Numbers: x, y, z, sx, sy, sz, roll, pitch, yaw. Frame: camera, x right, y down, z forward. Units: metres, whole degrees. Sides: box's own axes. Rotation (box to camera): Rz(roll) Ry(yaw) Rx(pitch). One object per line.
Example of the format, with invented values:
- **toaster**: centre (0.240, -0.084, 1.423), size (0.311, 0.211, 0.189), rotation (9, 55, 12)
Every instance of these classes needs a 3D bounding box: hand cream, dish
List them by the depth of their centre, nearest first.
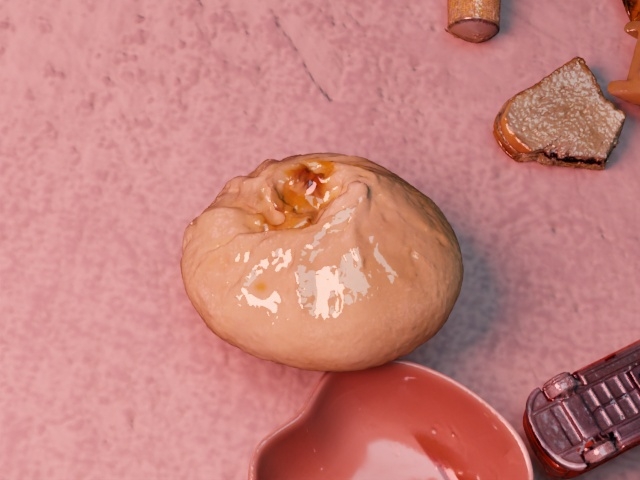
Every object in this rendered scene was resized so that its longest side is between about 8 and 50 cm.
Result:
- **dish**: centre (0.049, 0.201, 1.404), size (0.213, 0.090, 0.213), rotation (2, 65, -4)
- **hand cream**: centre (0.136, -0.266, 1.627), size (0.084, 0.084, 0.203), rotation (3, 74, -6)

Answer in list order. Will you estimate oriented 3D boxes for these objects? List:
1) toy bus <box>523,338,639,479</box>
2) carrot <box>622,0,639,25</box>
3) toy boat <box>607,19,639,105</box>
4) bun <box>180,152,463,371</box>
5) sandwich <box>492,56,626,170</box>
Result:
- **toy bus**: centre (0.236, 0.127, 1.463), size (0.174, 0.077, 0.079), rotation (-25, 72, -16)
- **carrot**: centre (0.268, -0.296, 1.657), size (0.069, 0.069, 0.229), rotation (-10, 70, -11)
- **toy boat**: centre (0.436, -0.153, 1.473), size (0.445, 0.162, 0.136), rotation (-4, 60, 40)
- **bun**: centre (0.000, 0.000, 1.427), size (0.222, 0.128, 0.222), rotation (1, 34, -1)
- **sandwich**: centre (0.201, -0.094, 1.576), size (0.105, 0.036, 0.093), rotation (-28, 74, -16)
